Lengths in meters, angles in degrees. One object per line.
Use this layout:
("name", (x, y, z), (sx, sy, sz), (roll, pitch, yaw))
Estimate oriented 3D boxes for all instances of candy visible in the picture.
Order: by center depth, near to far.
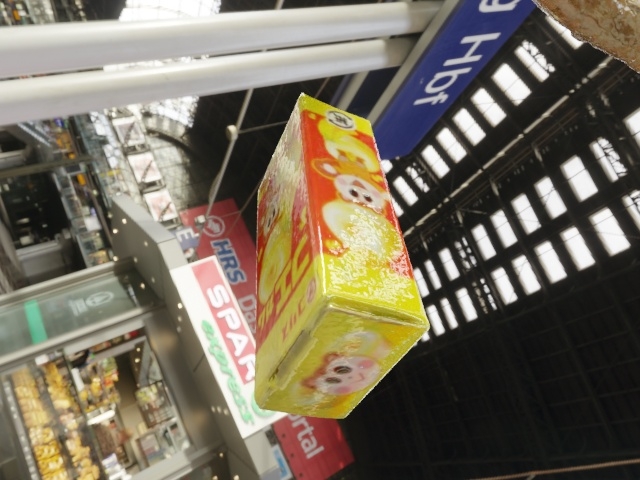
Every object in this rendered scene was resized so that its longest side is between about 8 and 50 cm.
("candy", (0.000, 0.000, 0.443), (0.276, 0.088, 0.146), (-97, -150, -47))

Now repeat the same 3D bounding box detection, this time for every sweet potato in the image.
("sweet potato", (0.121, -0.144, 0.240), (0.214, 0.050, 0.050), (35, -20, -23))
